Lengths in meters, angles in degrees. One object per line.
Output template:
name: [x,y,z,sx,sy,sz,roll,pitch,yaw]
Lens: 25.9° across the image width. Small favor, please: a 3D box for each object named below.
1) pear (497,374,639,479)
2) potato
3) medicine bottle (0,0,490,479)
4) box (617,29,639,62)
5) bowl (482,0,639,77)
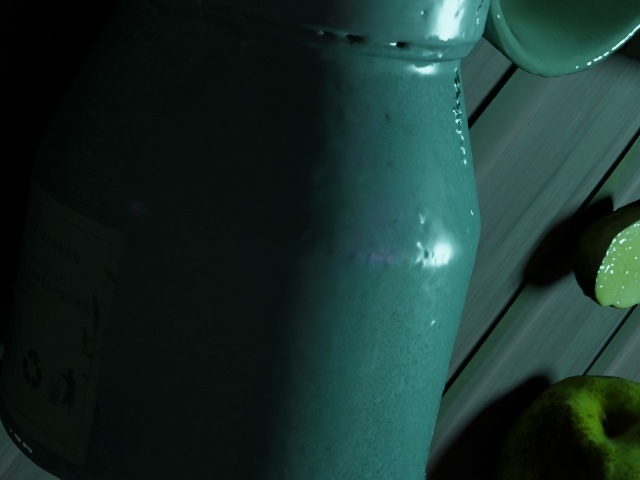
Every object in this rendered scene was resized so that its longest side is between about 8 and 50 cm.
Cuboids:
pear: [0.276,0.240,1.403,0.197,0.197,0.197,-32,139,-33]
potato: [0.270,0.013,1.318,0.103,0.066,0.096,-12,112,-41]
medicine bottle: [-0.030,-0.025,0.739,0.245,0.245,0.289,-5,114,-50]
box: [0.403,-0.224,1.273,0.310,0.084,0.198,6,113,-54]
bowl: [0.137,-0.257,0.850,0.289,0.146,0.289,-34,141,-33]
